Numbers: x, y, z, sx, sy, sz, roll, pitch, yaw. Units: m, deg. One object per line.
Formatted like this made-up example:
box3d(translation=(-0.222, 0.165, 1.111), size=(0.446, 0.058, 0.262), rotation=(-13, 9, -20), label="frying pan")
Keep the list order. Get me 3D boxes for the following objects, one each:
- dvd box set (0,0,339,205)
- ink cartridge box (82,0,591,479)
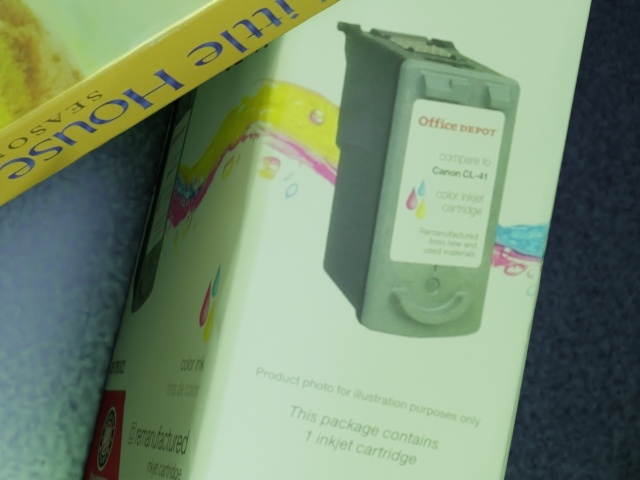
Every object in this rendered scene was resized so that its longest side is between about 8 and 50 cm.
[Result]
box3d(translation=(-0.154, -0.168, 0.637), size=(0.420, 0.062, 0.308), rotation=(-29, 74, 10), label="dvd box set")
box3d(translation=(0.000, 0.000, 0.720), size=(0.131, 0.226, 0.306), rotation=(13, 81, -16), label="ink cartridge box")
